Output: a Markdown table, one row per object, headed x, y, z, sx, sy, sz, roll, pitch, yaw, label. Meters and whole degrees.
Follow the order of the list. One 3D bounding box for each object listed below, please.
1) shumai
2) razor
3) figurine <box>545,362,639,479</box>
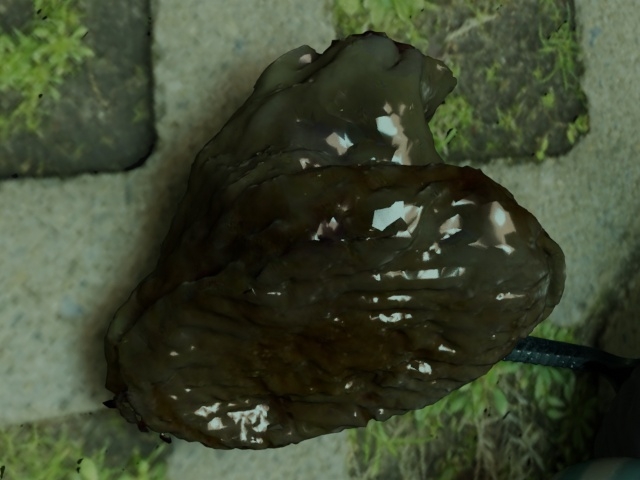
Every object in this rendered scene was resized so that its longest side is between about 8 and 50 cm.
| x | y | z | sx | sy | sz | roll | pitch | yaw | label |
| --- | --- | --- | --- | --- | --- | --- | --- | --- | --- |
| 0.004 | 0.001 | 0.622 | 0.184 | 0.218 | 0.185 | 42 | 22 | -32 | shumai |
| 0.138 | 0.076 | 0.740 | 0.190 | 0.033 | 0.066 | 13 | 116 | -26 | razor |
| 0.255 | 0.089 | 0.657 | 0.361 | 0.266 | 0.377 | 18 | 77 | -45 | figurine |
